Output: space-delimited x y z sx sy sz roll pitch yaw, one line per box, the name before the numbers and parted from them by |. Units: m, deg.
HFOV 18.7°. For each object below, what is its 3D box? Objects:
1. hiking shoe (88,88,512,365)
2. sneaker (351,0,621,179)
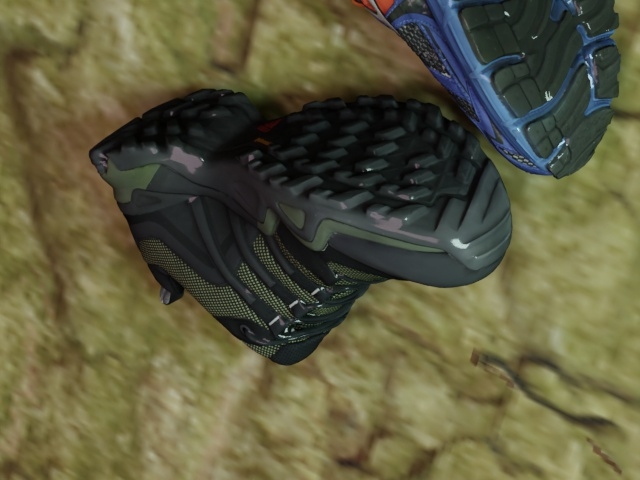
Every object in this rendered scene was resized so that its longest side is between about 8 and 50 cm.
hiking shoe | 0.000 0.000 0.851 0.227 0.086 0.114 14 131 45
sneaker | 0.042 -0.119 0.792 0.221 0.083 0.087 56 151 -3
